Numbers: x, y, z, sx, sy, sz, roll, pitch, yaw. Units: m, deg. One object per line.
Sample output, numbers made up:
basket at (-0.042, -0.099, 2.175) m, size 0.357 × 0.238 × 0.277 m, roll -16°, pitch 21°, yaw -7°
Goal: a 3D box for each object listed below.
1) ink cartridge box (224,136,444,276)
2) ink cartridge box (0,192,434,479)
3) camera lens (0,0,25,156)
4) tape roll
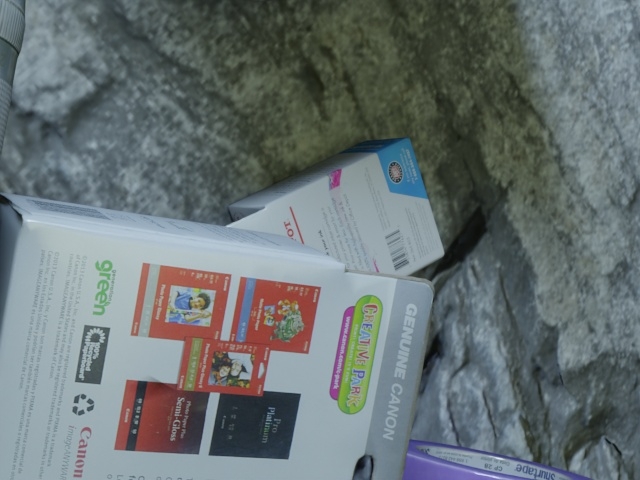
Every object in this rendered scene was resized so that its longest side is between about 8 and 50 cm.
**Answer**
ink cartridge box at (0.000, 0.000, 0.867) m, size 0.181 × 0.061 × 0.104 m, roll -27°, pitch 107°, yaw -29°
ink cartridge box at (-0.093, 0.146, 0.731) m, size 0.271 × 0.130 × 0.310 m, roll 9°, pitch 95°, yaw -23°
camera lens at (-0.278, -0.070, 0.586) m, size 0.219 × 0.219 × 0.274 m, roll 11°, pitch 87°, yaw -33°
tape roll at (0.131, 0.216, 0.891) m, size 0.189 × 0.189 × 0.080 m, roll 13°, pitch 86°, yaw -33°
